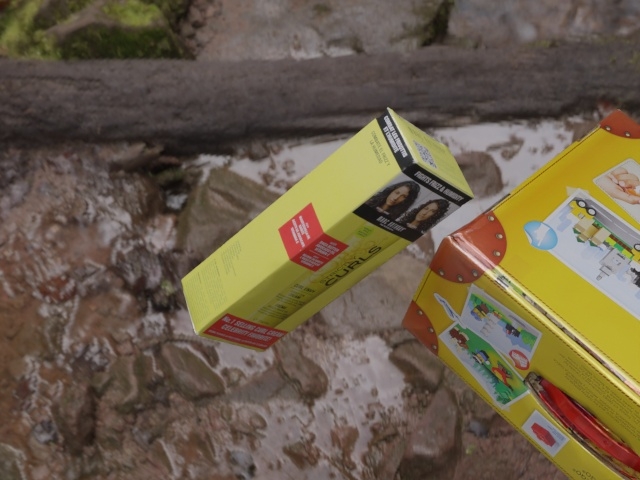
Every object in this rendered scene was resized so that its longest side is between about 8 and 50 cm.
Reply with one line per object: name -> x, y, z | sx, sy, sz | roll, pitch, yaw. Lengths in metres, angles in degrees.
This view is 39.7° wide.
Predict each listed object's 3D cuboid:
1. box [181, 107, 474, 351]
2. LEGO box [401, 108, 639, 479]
box -> 0.000, 0.000, 0.697 | 0.232, 0.087, 0.058 | -37, 54, 24
LEGO box -> 0.415, 0.121, 1.045 | 0.372, 0.193, 0.500 | -34, 66, -33
